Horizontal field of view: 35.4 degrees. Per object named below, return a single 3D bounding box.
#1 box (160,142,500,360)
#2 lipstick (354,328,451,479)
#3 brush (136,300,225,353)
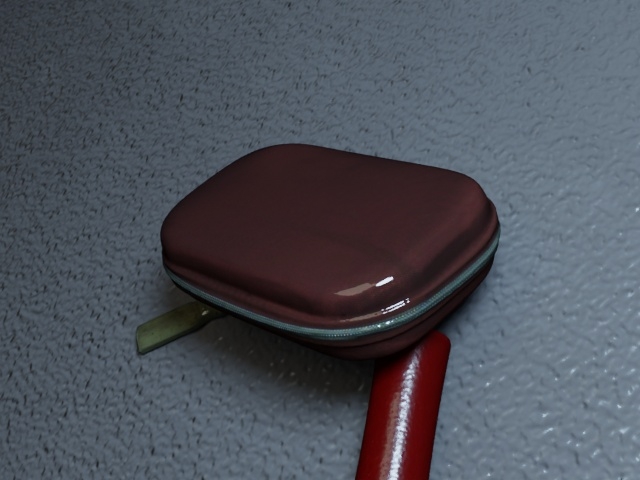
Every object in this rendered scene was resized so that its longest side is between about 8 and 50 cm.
[{"bbox_3d":[0.000,0.000,1.103,0.263,0.108,0.404,-38,34,-28],"label":"box"},{"bbox_3d":[0.077,0.200,0.995,0.080,0.080,0.241,-6,58,33],"label":"lipstick"},{"bbox_3d":[-0.137,0.076,1.260,0.248,0.036,0.043,-25,45,20],"label":"brush"}]
